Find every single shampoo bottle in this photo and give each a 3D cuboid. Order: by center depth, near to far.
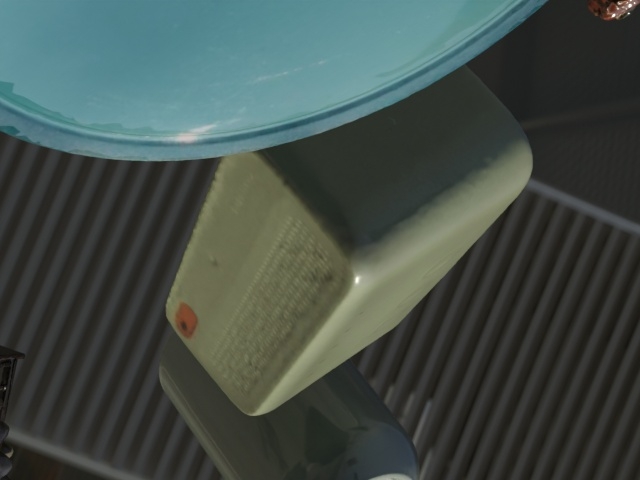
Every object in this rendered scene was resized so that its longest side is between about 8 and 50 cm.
[{"bbox_3d":[-0.062,-0.266,0.488,0.342,0.331,0.331,66,-33,28],"label":"shampoo bottle"}]

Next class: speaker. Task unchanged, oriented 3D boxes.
[{"bbox_3d":[0.000,0.000,1.019,0.184,0.183,0.406,-37,170,-28],"label":"speaker"}]

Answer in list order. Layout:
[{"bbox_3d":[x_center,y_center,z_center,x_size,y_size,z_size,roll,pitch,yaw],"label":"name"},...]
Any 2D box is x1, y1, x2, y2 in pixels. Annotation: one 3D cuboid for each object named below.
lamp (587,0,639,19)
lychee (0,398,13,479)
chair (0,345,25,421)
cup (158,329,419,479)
[{"bbox_3d":[0.269,-0.344,1.242,0.118,0.253,0.118,-34,-147,26],"label":"lamp"},{"bbox_3d":[-0.429,0.208,0.897,0.432,0.380,0.380,-28,-164,10],"label":"lychee"},{"bbox_3d":[-0.350,0.082,1.152,0.084,0.101,0.212,2,105,-65],"label":"chair"},{"bbox_3d":[-0.032,0.215,1.371,0.312,0.205,0.205,48,-56,39],"label":"cup"}]
